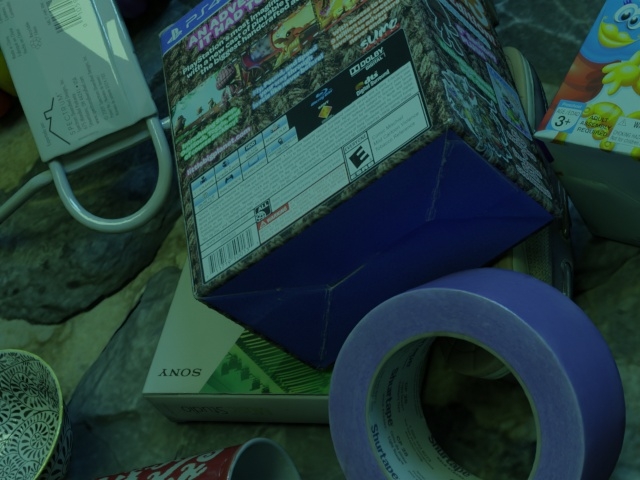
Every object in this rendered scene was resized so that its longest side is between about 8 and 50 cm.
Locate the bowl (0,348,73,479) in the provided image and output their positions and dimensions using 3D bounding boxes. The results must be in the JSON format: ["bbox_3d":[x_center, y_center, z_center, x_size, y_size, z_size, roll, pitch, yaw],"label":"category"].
[{"bbox_3d":[-0.267,0.184,1.287,0.170,0.080,0.170,-16,52,22],"label":"bowl"}]

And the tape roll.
[{"bbox_3d":[0.105,0.117,1.035,0.189,0.080,0.189,6,103,29],"label":"tape roll"}]

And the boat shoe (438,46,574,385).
[{"bbox_3d":[0.145,-0.016,1.169,0.103,0.092,0.285,-28,47,38],"label":"boat shoe"}]

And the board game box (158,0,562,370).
[{"bbox_3d":[0.018,-0.093,1.158,0.232,0.141,0.291,-34,44,24],"label":"board game box"}]

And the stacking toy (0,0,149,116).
[{"bbox_3d":[-0.309,-0.203,1.574,0.330,0.141,0.141,-44,46,7],"label":"stacking toy"}]

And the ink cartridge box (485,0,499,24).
[{"bbox_3d":[0.066,-0.312,1.359,0.088,0.193,0.234,-24,49,12],"label":"ink cartridge box"}]

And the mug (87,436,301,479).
[{"bbox_3d":[-0.111,0.231,1.139,0.169,0.113,0.150,-13,51,28],"label":"mug"}]

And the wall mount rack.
[{"bbox_3d":[-0.260,-0.150,1.437,0.304,0.130,0.350,-22,82,12],"label":"wall mount rack"}]

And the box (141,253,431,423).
[{"bbox_3d":[0.000,0.000,1.269,0.232,0.058,0.322,-3,57,31],"label":"box"}]

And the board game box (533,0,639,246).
[{"bbox_3d":[0.296,-0.138,1.125,0.144,0.142,0.275,16,68,37],"label":"board game box"}]
